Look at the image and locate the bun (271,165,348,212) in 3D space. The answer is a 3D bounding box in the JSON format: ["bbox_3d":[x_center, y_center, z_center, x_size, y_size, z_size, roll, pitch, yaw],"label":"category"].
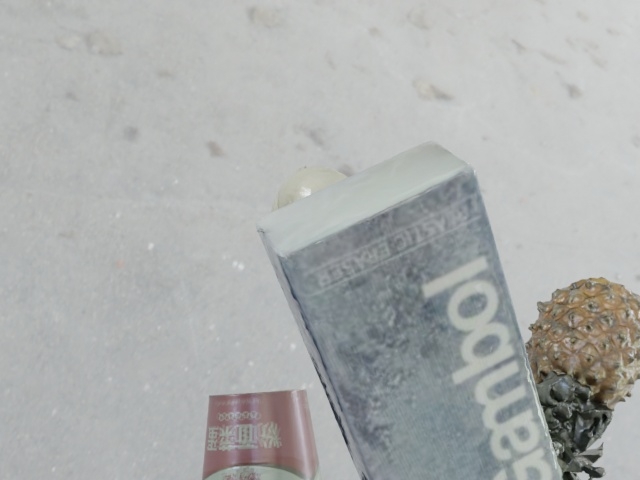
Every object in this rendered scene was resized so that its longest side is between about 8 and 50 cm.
[{"bbox_3d":[0.000,0.000,0.958,0.138,0.138,0.094,41,60,7],"label":"bun"}]

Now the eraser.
[{"bbox_3d":[0.051,0.069,0.439,0.091,0.213,0.046,-25,23,-8],"label":"eraser"}]

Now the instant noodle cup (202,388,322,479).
[{"bbox_3d":[-0.109,0.361,1.706,0.234,0.234,0.179,0,80,-28],"label":"instant noodle cup"}]

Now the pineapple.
[{"bbox_3d":[0.285,0.214,1.109,0.165,0.165,0.365,30,56,-3],"label":"pineapple"}]
